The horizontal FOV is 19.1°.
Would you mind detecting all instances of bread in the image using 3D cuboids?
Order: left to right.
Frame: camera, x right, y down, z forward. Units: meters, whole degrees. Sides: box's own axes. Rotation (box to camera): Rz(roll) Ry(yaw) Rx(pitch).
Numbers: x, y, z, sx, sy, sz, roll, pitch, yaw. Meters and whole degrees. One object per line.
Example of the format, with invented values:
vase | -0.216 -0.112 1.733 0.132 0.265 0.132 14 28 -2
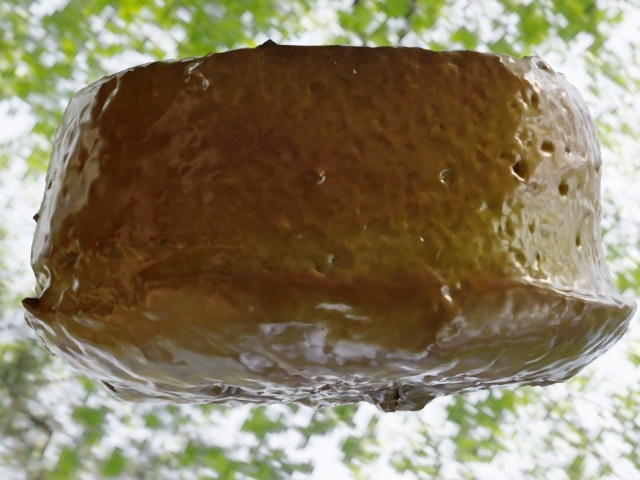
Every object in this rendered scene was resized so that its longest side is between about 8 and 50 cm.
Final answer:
bread | 0.005 0.000 0.958 0.312 0.312 0.172 -3 -98 29
